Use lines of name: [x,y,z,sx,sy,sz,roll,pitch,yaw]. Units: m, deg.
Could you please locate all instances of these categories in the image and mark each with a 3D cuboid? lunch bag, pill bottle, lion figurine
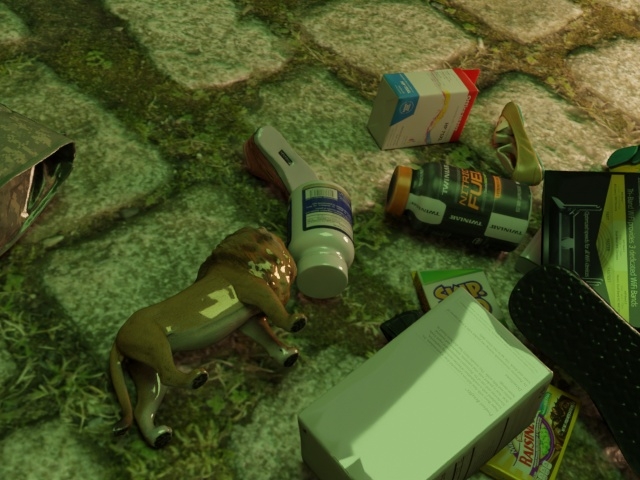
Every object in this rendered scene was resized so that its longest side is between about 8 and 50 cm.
lunch bag: [-0.548,-0.107,1.430,0.235,0.169,0.287,27,49,10]
pill bottle: [0.000,0.000,1.539,0.112,0.112,0.187,8,45,-10]
lion figurine: [-0.177,0.118,1.352,0.392,0.142,0.240,-24,50,-30]
pill bottle: [0.243,-0.066,1.670,0.245,0.130,0.130,12,44,-5]

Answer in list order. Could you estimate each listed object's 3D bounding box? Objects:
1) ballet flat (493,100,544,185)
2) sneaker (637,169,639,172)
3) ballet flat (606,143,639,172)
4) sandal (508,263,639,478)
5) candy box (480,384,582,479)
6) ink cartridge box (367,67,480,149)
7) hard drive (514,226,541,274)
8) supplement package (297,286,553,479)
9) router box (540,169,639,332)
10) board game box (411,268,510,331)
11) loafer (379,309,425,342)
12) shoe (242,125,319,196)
ballet flat: [0.391,-0.202,1.892,0.073,0.080,0.232,-7,46,-4]
sneaker: [0.774,0.023,1.681,0.483,0.202,0.185,43,48,10]
ballet flat: [0.653,-0.160,1.857,0.077,0.231,0.077,37,84,-3]
sandal: [0.481,0.215,1.448,0.446,0.167,0.107,52,12,16]
candy box: [0.323,0.295,1.413,0.105,0.027,0.206,25,44,12]
ink cartridge box: [0.222,-0.265,1.854,0.231,0.134,0.078,-9,49,-25]
hard drive: [0.515,0.011,1.746,0.203,0.040,0.307,32,45,14]
supplement package: [0.136,0.240,1.247,0.293,0.175,0.177,-35,63,-19]
router box: [0.501,0.028,1.588,0.242,0.081,0.309,3,61,12]
board game box: [0.240,0.131,1.531,0.124,0.039,0.259,-1,40,-14]
loafer: [0.157,0.209,1.419,0.078,0.076,0.223,-18,56,-7]
shoe: [-0.069,-0.122,1.675,0.063,0.081,0.178,-42,98,-29]
